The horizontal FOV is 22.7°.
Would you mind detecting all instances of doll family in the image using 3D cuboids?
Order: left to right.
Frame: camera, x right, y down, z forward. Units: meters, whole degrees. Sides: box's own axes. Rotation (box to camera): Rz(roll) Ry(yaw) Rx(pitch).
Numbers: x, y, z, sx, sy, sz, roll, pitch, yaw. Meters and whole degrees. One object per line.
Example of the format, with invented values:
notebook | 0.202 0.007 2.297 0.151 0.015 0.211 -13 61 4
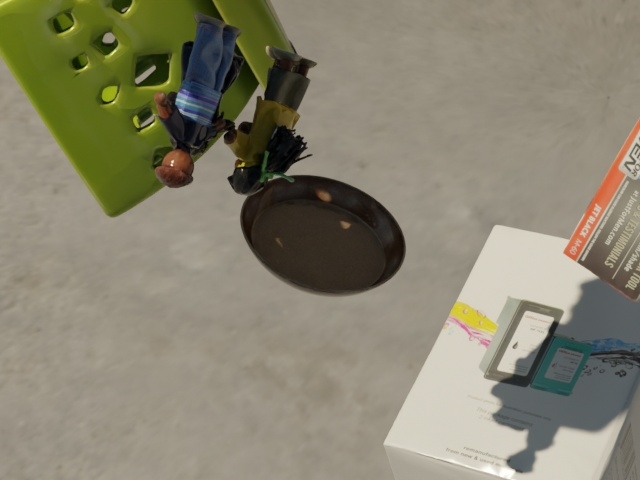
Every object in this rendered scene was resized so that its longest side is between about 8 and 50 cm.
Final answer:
doll family | -0.060 -0.083 1.071 0.076 0.193 0.111 23 94 39

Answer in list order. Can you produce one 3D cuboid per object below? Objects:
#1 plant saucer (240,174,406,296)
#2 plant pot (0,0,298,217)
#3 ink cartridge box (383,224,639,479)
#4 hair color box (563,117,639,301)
plant saucer | 0.000 0.000 1.574 0.168 0.168 0.029 25 131 7
plant pot | -0.154 -0.197 1.347 0.207 0.227 0.228 -27 127 4
ink cartridge box | 0.216 0.161 1.500 0.197 0.198 0.270 13 55 26
hair color box | 0.207 -0.035 0.913 0.053 0.167 0.093 34 116 16
